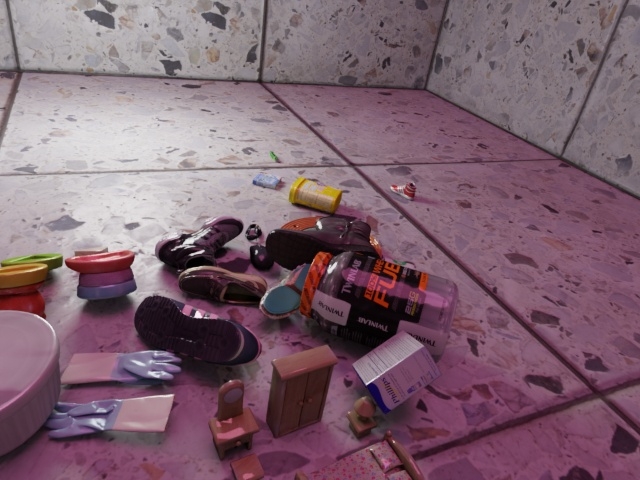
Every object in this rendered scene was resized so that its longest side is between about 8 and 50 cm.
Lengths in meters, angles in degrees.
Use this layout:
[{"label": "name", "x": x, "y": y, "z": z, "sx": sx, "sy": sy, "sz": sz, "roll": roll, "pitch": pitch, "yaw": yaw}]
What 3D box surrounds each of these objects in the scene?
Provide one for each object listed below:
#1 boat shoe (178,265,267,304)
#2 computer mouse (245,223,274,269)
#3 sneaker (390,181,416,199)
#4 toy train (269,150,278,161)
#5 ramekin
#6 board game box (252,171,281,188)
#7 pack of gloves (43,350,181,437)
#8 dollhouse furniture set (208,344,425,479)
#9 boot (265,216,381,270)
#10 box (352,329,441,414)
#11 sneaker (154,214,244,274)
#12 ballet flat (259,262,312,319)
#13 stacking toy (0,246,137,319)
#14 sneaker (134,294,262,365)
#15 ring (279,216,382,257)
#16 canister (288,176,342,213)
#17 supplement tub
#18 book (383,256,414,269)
[{"label": "boat shoe", "x": -0.244, "y": 0.119, "z": 1.180, "sx": 0.224, "sy": 0.080, "sz": 0.073, "roll": 8, "pitch": 26, "yaw": -12}, {"label": "computer mouse", "x": -0.186, "y": 0.007, "z": 1.416, "sx": 0.071, "sy": 0.041, "sz": 0.242, "roll": -2, "pitch": 33, "yaw": -18}, {"label": "sneaker", "x": 0.337, "y": -0.216, "z": 1.901, "sx": 0.118, "sy": 0.067, "sz": 0.042, "roll": 33, "pitch": 38, "yaw": 33}, {"label": "toy train", "x": -0.203, "y": -0.364, "z": 2.030, "sx": 0.017, "sy": 0.023, "sz": 0.083, "roll": -13, "pitch": 37, "yaw": -20}, {"label": "ramekin", "x": -0.584, "y": 0.255, "z": 0.801, "sx": 0.273, "sy": 0.127, "sz": 0.273, "roll": 3, "pitch": 32, "yaw": -2}, {"label": "board game box", "x": -0.206, "y": -0.234, "z": 1.822, "sx": 0.090, "sy": 0.020, "sz": 0.090, "roll": 15, "pitch": 31, "yaw": 5}, {"label": "pack of gloves", "x": -0.388, "y": 0.298, "z": 0.901, "sx": 0.232, "sy": 0.046, "sz": 0.195, "roll": -2, "pitch": 33, "yaw": -2}, {"label": "dollhouse furniture set", "x": 0.019, "y": 0.366, "z": 0.764, "sx": 0.303, "sy": 0.173, "sz": 0.355, "roll": -10, "pitch": 36, "yaw": -28}, {"label": "boot", "x": 0.000, "y": 0.000, "z": 1.376, "sx": 0.338, "sy": 0.118, "sz": 0.222, "roll": 14, "pitch": 27, "yaw": -15}, {"label": "box", "x": 0.148, "y": 0.259, "z": 0.940, "sx": 0.137, "sy": 0.072, "sz": 0.126, "roll": -32, "pitch": 7, "yaw": -5}, {"label": "sneaker", "x": -0.306, "y": 0.023, "z": 1.306, "sx": 0.269, "sy": 0.101, "sz": 0.153, "roll": -23, "pitch": 45, "yaw": -34}, {"label": "ballet flat", "x": -0.080, "y": 0.142, "z": 1.195, "sx": 0.091, "sy": 0.077, "sz": 0.241, "roll": 43, "pitch": 38, "yaw": 8}, {"label": "stacking toy", "x": -0.610, "y": 0.105, "z": 1.124, "sx": 0.309, "sy": 0.130, "sz": 0.279, "roll": -8, "pitch": 9, "yaw": -31}, {"label": "sneaker", "x": -0.272, "y": 0.207, "z": 1.034, "sx": 0.319, "sy": 0.112, "sz": 0.131, "roll": 14, "pitch": -14, "yaw": 31}, {"label": "ring", "x": 0.024, "y": 0.021, "z": 1.463, "sx": 0.337, "sy": 0.032, "sz": 0.336, "roll": 7, "pitch": 32, "yaw": -4}, {"label": "canister", "x": -0.016, "y": -0.164, "z": 1.713, "sx": 0.170, "sy": 0.073, "sz": 0.126, "roll": 17, "pitch": 32, "yaw": 10}, {"label": "supplement tub", "x": 0.135, "y": 0.150, "z": 1.116, "sx": 0.338, "sy": 0.207, "sz": 0.207, "roll": 16, "pitch": 32, "yaw": 10}, {"label": "book", "x": 0.232, "y": 0.109, "z": 1.383, "sx": 0.096, "sy": 0.035, "sz": 0.144, "roll": 14, "pitch": 30, "yaw": -1}]
